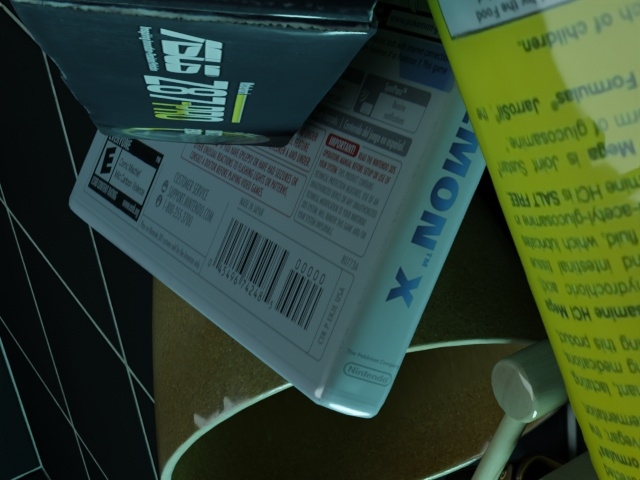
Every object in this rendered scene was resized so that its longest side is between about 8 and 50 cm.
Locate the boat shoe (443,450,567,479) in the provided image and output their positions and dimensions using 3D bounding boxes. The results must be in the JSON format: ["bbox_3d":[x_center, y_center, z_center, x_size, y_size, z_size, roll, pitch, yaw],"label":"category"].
[{"bbox_3d":[0.133,0.156,0.858,0.178,0.064,0.060,4,111,60],"label":"boat shoe"}]

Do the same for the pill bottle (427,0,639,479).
[{"bbox_3d":[0.153,-0.013,0.434,0.188,0.188,0.334,-1,111,68],"label":"pill bottle"}]

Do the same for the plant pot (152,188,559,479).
[{"bbox_3d":[0.000,0.000,0.833,0.237,0.237,0.254,106,152,-60],"label":"plant pot"}]

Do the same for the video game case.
[{"bbox_3d":[-0.005,-0.109,0.684,0.329,0.036,0.300,30,98,59],"label":"video game case"}]

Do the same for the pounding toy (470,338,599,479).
[{"bbox_3d":[0.157,0.136,0.713,0.181,0.094,0.206,8,120,62],"label":"pounding toy"}]

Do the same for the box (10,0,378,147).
[{"bbox_3d":[-0.032,-0.238,0.466,0.318,0.097,0.395,166,107,-82],"label":"box"}]
